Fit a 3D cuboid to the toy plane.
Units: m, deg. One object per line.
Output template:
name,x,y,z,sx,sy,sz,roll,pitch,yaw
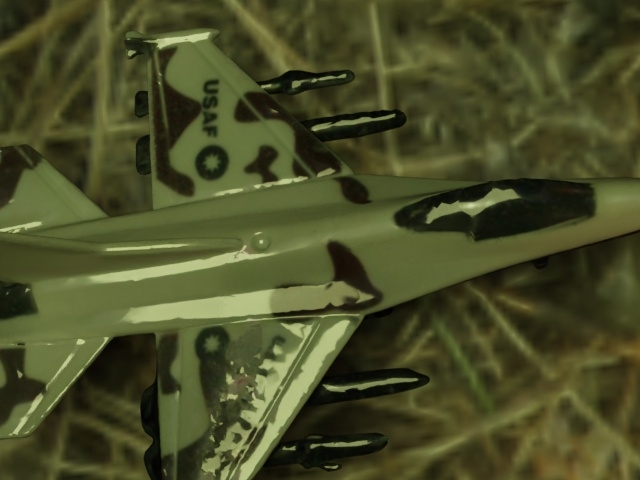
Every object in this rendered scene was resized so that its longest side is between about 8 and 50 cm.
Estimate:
toy plane,-0.005,0.006,0.570,0.234,0.082,0.160,-3,69,-1
